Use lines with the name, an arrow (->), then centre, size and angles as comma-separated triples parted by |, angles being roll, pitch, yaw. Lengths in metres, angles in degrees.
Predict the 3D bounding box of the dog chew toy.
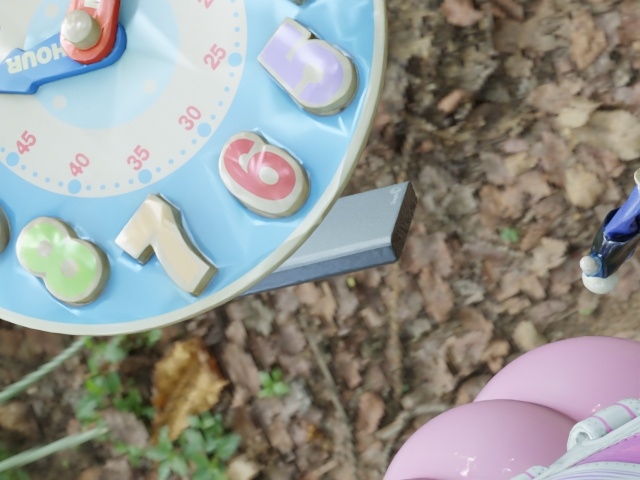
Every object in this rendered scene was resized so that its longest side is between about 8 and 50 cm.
dog chew toy -> 0.130, 0.181, 0.862 | 0.206, 0.332, 0.207 | 14, 110, 41

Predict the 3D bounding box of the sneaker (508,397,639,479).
sneaker -> 0.108, 0.113, 0.477 | 0.252, 0.111, 0.103 | -4, 129, -3

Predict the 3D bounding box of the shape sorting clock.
shape sorting clock -> -0.078, -0.069, 0.494 | 0.206, 0.040, 0.206 | -3, 80, 17

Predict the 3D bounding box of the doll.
doll -> 0.299, -0.008, 1.376 | 0.046, 0.129, 0.189 | 39, 147, 15

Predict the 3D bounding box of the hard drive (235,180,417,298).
hard drive -> 0.000, 0.000, 1.017 | 0.135, 0.094, 0.022 | -13, 115, 20
